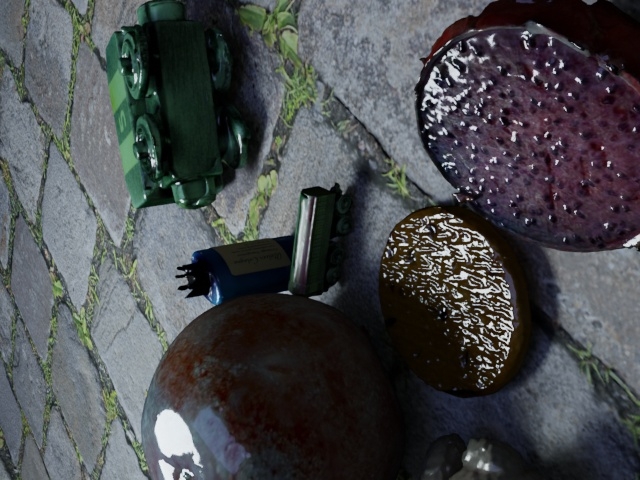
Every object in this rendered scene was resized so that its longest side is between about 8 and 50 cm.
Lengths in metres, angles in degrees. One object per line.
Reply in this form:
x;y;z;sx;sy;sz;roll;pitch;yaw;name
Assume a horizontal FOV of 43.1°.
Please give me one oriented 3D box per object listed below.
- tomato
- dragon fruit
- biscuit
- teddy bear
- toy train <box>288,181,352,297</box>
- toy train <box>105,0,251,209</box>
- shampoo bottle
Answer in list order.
-0.056;0.219;0.962;0.316;0.282;0.317;12;108;41;tomato
0.203;-0.112;0.646;0.223;0.148;0.219;2;131;45;dragon fruit
0.137;0.062;0.848;0.212;0.036;0.212;18;112;50;biscuit
0.150;0.304;0.786;0.267;0.151;0.236;-52;49;44;teddy bear
0.000;0.000;0.996;0.038;0.070;0.148;34;124;46;toy train
-0.216;-0.189;1.196;0.238;0.166;0.299;-14;85;65;toy train
-0.099;0.038;1.048;0.087;0.182;0.050;54;139;33;shampoo bottle
